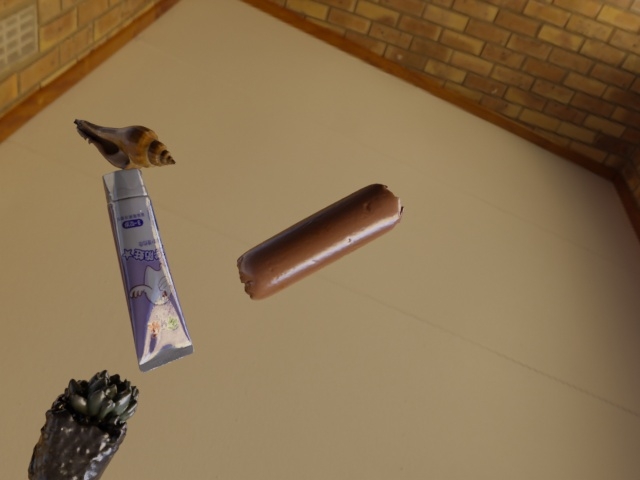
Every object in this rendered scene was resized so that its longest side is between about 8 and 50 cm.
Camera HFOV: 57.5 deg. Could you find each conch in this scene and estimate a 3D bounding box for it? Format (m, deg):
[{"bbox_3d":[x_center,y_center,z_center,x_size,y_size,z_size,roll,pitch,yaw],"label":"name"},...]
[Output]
[{"bbox_3d":[-0.463,-0.233,1.392,0.330,0.109,0.093,25,-148,29],"label":"conch"}]

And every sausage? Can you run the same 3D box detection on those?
[{"bbox_3d":[0.000,-0.001,0.933,0.289,0.086,0.086,-29,-127,-8],"label":"sausage"}]

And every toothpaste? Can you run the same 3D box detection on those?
[{"bbox_3d":[-0.333,0.052,1.107,0.125,0.080,0.371,-13,-89,-52],"label":"toothpaste"}]

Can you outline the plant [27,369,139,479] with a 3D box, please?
[{"bbox_3d":[-0.390,0.310,0.964,0.132,0.194,0.129,26,172,-17],"label":"plant"}]
